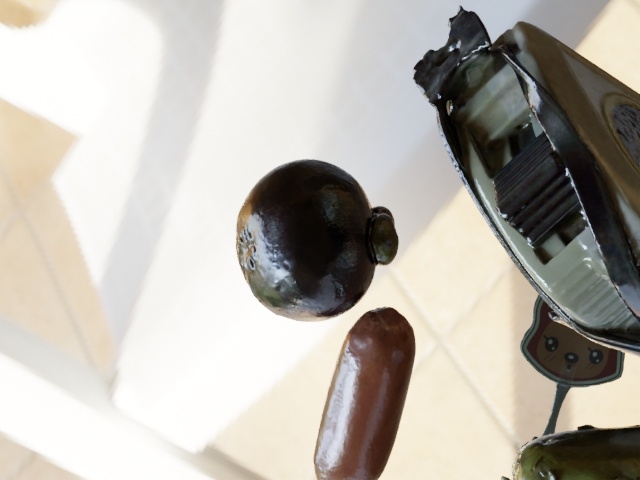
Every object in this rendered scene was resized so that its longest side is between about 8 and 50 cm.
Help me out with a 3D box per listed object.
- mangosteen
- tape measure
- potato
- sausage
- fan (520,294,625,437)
[{"bbox_3d":[0.000,0.000,1.615,0.152,0.152,0.152,-25,50,34],"label":"mangosteen"},{"bbox_3d":[0.198,-0.021,1.319,0.133,0.271,0.231,-42,37,25],"label":"tape measure"},{"bbox_3d":[0.219,0.151,1.098,0.117,0.225,0.090,-175,90,-67],"label":"potato"},{"bbox_3d":[0.040,0.148,1.654,0.077,0.077,0.194,48,131,49],"label":"sausage"},{"bbox_3d":[0.300,0.149,2.182,0.009,0.132,0.220,-117,41,-81],"label":"fan"}]
